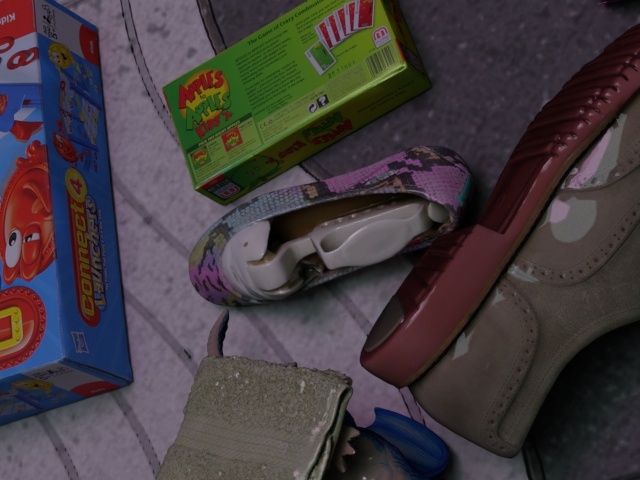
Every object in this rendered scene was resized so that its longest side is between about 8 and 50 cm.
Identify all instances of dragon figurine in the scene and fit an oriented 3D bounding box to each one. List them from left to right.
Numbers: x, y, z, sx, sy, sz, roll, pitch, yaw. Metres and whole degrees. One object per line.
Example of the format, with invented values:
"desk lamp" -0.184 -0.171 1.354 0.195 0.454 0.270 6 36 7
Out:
"dragon figurine" 0.024 0.147 1.193 0.289 0.144 0.085 31 92 52

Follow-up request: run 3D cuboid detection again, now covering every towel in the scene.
"towel" -0.043 0.124 1.142 0.148 0.027 0.110 5 71 50

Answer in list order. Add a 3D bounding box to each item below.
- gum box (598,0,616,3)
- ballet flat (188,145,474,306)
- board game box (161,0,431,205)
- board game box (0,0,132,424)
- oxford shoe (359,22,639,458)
"gum box" 0.221 -0.254 1.227 0.107 0.062 0.188 -12 68 26
"ballet flat" 0.000 0.000 1.254 0.221 0.077 0.079 -20 23 19
"board game box" -0.019 -0.110 1.327 0.181 0.043 0.092 -29 62 18
"board game box" -0.308 0.000 1.427 0.308 0.086 0.302 -19 65 23
"oxford shoe" 0.178 -0.019 1.168 0.130 0.123 0.348 41 87 -6
